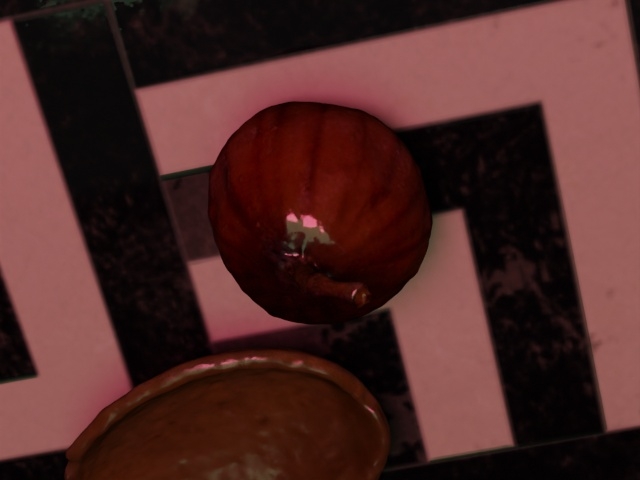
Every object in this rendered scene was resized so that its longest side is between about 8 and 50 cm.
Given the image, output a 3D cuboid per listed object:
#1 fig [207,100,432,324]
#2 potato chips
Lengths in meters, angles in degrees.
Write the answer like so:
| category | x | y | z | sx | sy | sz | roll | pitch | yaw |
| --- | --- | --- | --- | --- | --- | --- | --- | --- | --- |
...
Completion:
| category | x | y | z | sx | sy | sz | roll | pitch | yaw |
| --- | --- | --- | --- | --- | --- | --- | --- | --- | --- |
| fig | 0.004 | -0.002 | 0.909 | 0.128 | 0.150 | 0.128 | -15 | 150 | -9 |
| potato chips | -0.061 | 0.128 | 1.014 | 0.202 | 0.049 | 0.150 | -35 | 114 | 16 |
